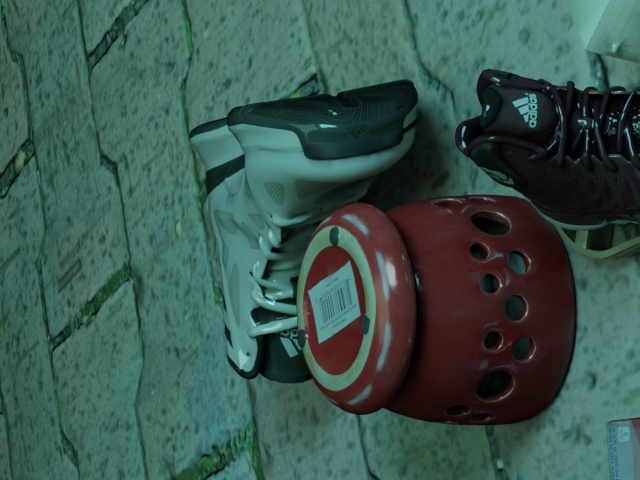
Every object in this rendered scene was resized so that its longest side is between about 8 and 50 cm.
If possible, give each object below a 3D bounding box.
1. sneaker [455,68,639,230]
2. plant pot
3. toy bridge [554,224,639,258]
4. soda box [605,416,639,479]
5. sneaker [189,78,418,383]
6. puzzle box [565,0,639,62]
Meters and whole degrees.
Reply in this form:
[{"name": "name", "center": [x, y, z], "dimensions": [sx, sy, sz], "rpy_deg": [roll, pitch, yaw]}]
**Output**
[{"name": "sneaker", "center": [0.196, -0.068, 1.348], "dimensions": [0.281, 0.162, 0.106], "rpy_deg": [-11, 63, 54]}, {"name": "plant pot", "center": [0.085, 0.058, 1.581], "dimensions": [0.191, 0.174, 0.191], "rpy_deg": [6, 97, 61]}, {"name": "toy bridge", "center": [0.211, -0.021, 1.497], "dimensions": [0.188, 0.026, 0.063], "rpy_deg": [25, 112, 59]}, {"name": "soda box", "center": [0.261, 0.250, 1.337], "dimensions": [0.092, 0.083, 0.263], "rpy_deg": [-18, 73, 61]}, {"name": "sneaker", "center": [0.001, 0.000, 1.764], "dimensions": [0.447, 0.169, 0.257], "rpy_deg": [174, 86, -76]}, {"name": "puzzle box", "center": [0.253, -0.359, 1.327], "dimensions": [0.272, 0.052, 0.409], "rpy_deg": [-98, 26, -50]}]
